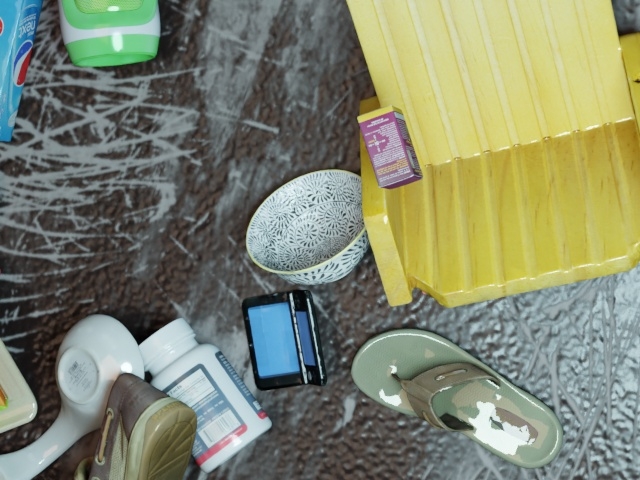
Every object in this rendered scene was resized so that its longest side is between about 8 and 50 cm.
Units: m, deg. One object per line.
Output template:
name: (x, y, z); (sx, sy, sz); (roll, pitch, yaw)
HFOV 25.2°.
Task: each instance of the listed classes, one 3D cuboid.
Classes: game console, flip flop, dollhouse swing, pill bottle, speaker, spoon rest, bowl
game console: (-0.046, 0.128, 1.807); (0.071, 0.107, 0.122); (-11, 91, -16)
flip flop: (0.167, 0.196, 1.755); (0.277, 0.080, 0.112); (29, 98, 10)
dollhouse swing: (0.200, -0.156, 1.607); (0.346, 0.315, 0.305); (-12, 135, 13)
pill bottle: (-0.154, 0.193, 1.812); (0.108, 0.108, 0.180); (-37, 84, 11)
speaker: (-0.276, -0.375, 1.808); (0.131, 0.131, 0.297); (-6, 91, 13)
spoon rest: (-0.321, 0.210, 1.846); (0.276, 0.084, 0.137); (-48, 70, 22)
bowl: (0.000, 0.000, 1.771); (0.170, 0.170, 0.080); (-18, 132, 12)

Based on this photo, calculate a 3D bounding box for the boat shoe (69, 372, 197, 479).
boat shoe: (-0.253, 0.312, 1.805); (0.123, 0.123, 0.342); (34, 128, 25)

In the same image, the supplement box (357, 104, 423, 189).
supplement box: (0.077, -0.102, 1.576); (0.043, 0.055, 0.083); (-19, 84, 14)

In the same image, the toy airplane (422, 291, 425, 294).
toy airplane: (0.179, 0.006, 1.772); (0.151, 0.028, 0.151); (0, 91, 11)

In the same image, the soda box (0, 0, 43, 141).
soda box: (-0.427, -0.239, 1.875); (0.071, 0.067, 0.210); (15, 96, 11)

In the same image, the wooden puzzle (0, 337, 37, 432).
wooden puzzle: (-0.512, 0.179, 1.849); (0.221, 0.044, 0.239); (-21, 120, 0)
